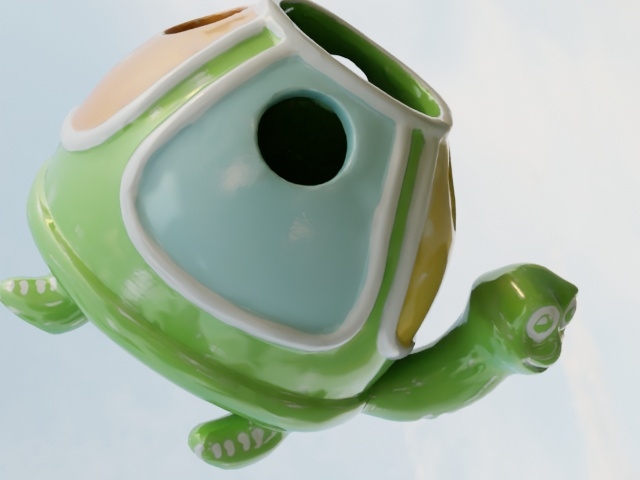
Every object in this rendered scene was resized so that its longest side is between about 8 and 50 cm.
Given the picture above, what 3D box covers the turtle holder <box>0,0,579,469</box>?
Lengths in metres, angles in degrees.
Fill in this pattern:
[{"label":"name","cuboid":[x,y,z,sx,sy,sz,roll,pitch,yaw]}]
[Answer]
[{"label":"turtle holder","cuboid":[-0.013,-0.002,0.608,0.320,0.227,0.243,43,-158,17]}]
